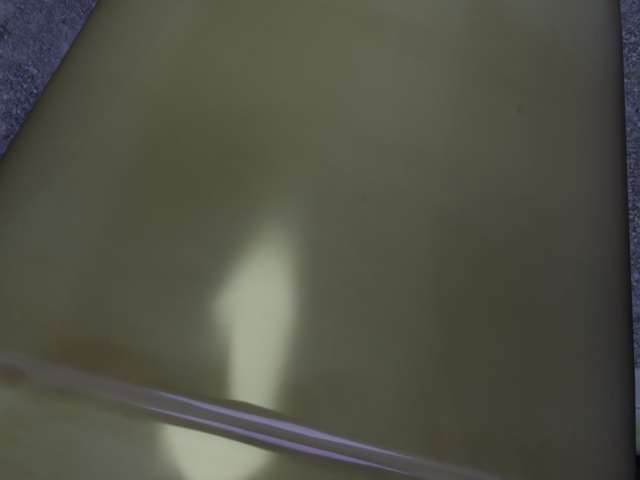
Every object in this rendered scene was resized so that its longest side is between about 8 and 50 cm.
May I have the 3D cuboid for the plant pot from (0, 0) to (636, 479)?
[{"bbox_3d":[0.000,0.000,0.467,0.323,0.280,0.323,15,-8,2],"label":"plant pot"}]

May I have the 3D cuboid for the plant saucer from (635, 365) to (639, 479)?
[{"bbox_3d":[0.295,0.151,0.657,0.401,0.100,0.400,22,-17,7],"label":"plant saucer"}]
